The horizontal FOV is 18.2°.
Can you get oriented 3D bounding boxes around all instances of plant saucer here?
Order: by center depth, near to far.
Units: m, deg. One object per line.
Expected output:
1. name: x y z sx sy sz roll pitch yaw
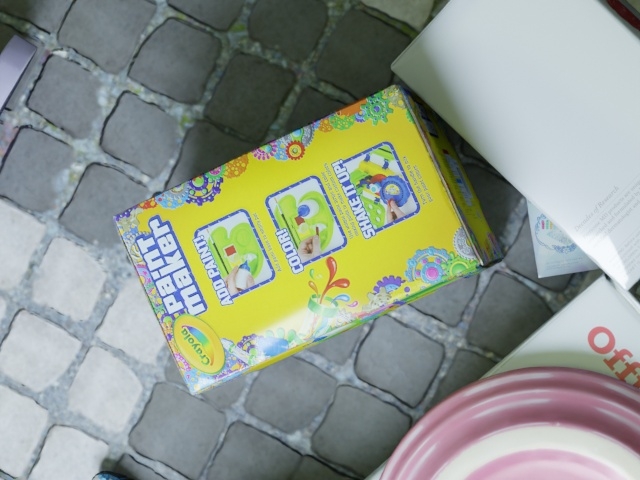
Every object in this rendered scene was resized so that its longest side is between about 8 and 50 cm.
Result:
1. plant saucer: 0.201 0.278 1.743 0.332 0.084 0.332 0 93 8

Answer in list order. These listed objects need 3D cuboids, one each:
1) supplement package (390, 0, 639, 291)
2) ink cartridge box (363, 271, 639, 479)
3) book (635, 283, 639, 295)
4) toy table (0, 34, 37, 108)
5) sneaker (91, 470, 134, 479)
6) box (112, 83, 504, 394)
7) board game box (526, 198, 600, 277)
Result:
1. supplement package: 0.238 -0.128 1.808 0.293 0.177 0.175 43 107 2
2. ink cartridge box: 0.220 0.253 1.863 0.385 0.160 0.279 -42 85 8
3. book: 0.387 0.044 1.900 0.144 0.035 0.096 30 98 8
4. toy table: -0.411 -0.109 1.932 0.161 0.252 0.274 31 83 -8
5. sneaker: -0.178 0.317 1.977 0.083 0.071 0.190 -38 85 13
6. box: 0.000 0.000 1.830 0.279 0.290 0.177 -25 87 8
7. board game box: 0.248 -0.014 1.926 0.090 0.020 0.090 -9 89 9
